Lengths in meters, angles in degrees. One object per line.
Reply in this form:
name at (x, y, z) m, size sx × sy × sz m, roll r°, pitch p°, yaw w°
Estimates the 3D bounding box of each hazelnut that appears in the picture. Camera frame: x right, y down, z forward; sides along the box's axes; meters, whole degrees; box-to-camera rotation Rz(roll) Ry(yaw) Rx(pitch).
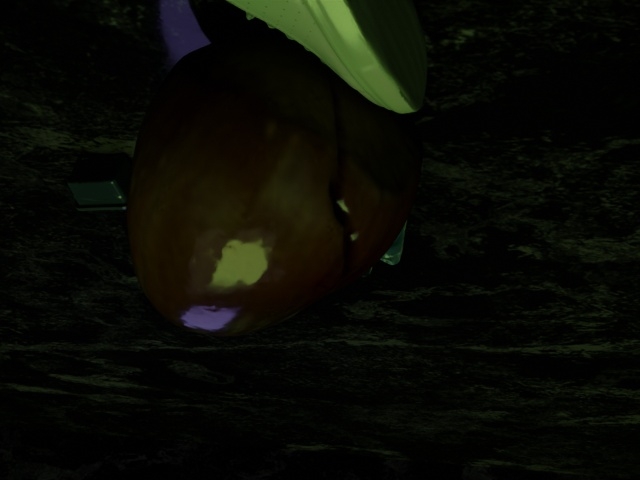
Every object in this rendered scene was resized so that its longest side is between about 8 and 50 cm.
hazelnut at (-0.059, -0.058, 1.082) m, size 0.315 × 0.372 × 0.372 m, roll 39°, pitch 170°, yaw 31°

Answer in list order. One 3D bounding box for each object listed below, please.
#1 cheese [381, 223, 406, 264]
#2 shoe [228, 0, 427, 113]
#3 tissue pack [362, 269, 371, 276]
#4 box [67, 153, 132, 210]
cheese at (0.004, -0.035, 1.368) m, size 0.245 × 0.135 × 0.052 m, roll 8°, pitch -163°, yaw -6°
shoe at (-0.029, -0.243, 0.909) m, size 0.160 × 0.131 × 0.363 m, roll -7°, pitch 141°, yaw 31°
tissue pack at (0.001, 0.000, 1.453) m, size 0.170 × 0.090 × 0.103 m, roll 9°, pitch 160°, yaw 1°
box at (-0.315, -0.087, 1.390) m, size 0.099 × 0.074 × 0.054 m, roll -1°, pitch 139°, yaw 18°
